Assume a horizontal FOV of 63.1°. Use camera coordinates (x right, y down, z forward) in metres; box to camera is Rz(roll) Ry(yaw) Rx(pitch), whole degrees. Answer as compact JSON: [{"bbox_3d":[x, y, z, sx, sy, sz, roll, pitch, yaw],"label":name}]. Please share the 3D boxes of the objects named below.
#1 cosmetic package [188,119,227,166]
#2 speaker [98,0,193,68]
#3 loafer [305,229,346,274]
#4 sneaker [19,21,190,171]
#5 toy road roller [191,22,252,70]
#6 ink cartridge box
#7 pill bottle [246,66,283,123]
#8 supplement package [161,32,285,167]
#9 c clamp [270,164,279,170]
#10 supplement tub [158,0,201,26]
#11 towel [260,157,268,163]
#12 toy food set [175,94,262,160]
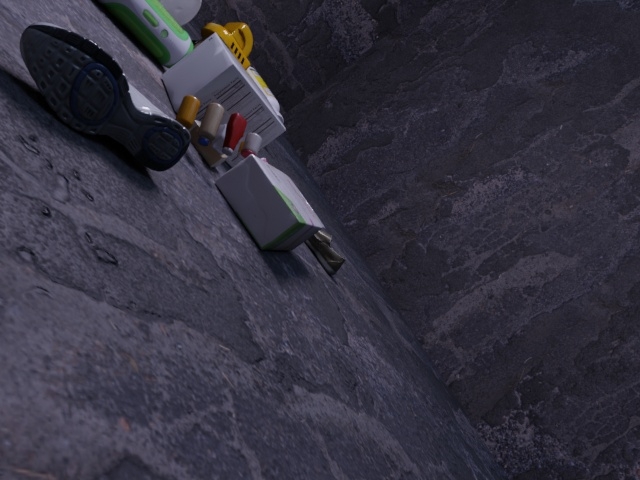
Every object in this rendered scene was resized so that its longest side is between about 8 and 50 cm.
[{"bbox_3d":[-0.286,-0.241,1.302,0.115,0.041,0.060,53,8,-6],"label":"cosmetic package"},{"bbox_3d":[-0.486,-0.616,1.446,0.131,0.131,0.296,59,9,35],"label":"speaker"},{"bbox_3d":[0.000,0.000,1.830,0.251,0.087,0.094,54,7,-3],"label":"loafer"},{"bbox_3d":[-0.325,-0.210,0.780,0.129,0.111,0.297,40,-4,29],"label":"sneaker"},{"bbox_3d":[-0.364,-0.738,2.137,0.202,0.241,0.329,25,-20,44],"label":"toy road roller"},{"bbox_3d":[-0.114,-0.084,1.369,0.207,0.119,0.353,55,8,8],"label":"ink cartridge box"},{"bbox_3d":[-0.312,-0.652,2.470,0.334,0.188,0.188,58,8,26],"label":"pill bottle"},{"bbox_3d":[-0.269,-0.387,1.467,0.263,0.198,0.199,46,11,-49],"label":"supplement package"},{"bbox_3d":[-0.155,-0.241,2.106,0.137,0.022,0.160,55,-8,-33],"label":"c clamp"},{"bbox_3d":[-0.597,-0.956,1.890,0.316,0.228,0.228,55,7,8],"label":"supplement tub"},{"bbox_3d":[-0.179,-0.234,2.013,0.197,0.029,0.144,53,8,-7],"label":"towel"},{"bbox_3d":[-0.229,-0.232,1.223,0.232,0.111,0.105,39,60,-51],"label":"toy food set"}]
